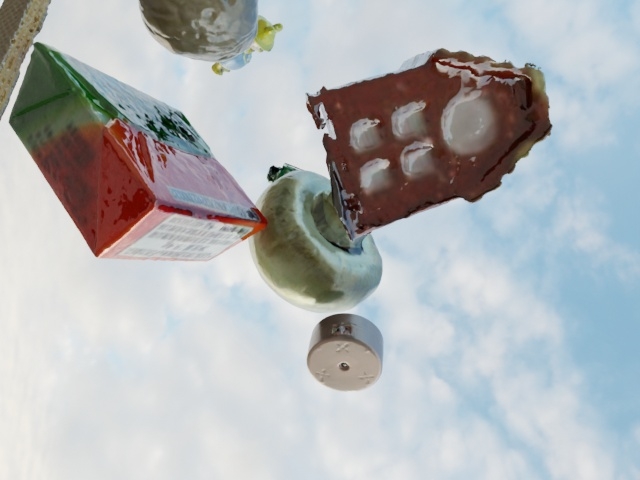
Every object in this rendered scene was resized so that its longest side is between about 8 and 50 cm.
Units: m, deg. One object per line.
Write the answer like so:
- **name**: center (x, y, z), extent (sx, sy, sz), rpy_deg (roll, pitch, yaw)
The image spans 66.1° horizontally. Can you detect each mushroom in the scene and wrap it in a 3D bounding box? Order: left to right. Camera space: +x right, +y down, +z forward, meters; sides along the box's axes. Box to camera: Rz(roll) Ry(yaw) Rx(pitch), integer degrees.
- **mushroom**: center (0.000, 0.000, 1.116), extent (0.260, 0.352, 0.352), rpy_deg (-36, -122, 28)

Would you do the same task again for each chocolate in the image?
- **chocolate**: center (-0.310, -0.123, 0.866), extent (0.161, 0.360, 0.341), rpy_deg (-43, -106, 13)

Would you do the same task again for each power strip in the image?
- **power strip**: center (0.050, 0.220, 0.975), extent (0.154, 0.154, 0.078), rpy_deg (-32, -159, 26)

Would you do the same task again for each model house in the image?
- **model house**: center (0.118, -0.128, 0.549), extent (0.253, 0.196, 0.160), rpy_deg (-20, -74, 4)

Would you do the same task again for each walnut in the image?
- **walnut**: center (-0.221, -0.457, 0.900), extent (0.248, 0.248, 0.249), rpy_deg (-11, -110, 34)

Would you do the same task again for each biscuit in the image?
- **biscuit**: center (-0.708, -0.439, 1.110), extent (0.094, 0.054, 0.379), rpy_deg (8, -106, 18)

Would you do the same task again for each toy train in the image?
- **toy train**: center (-0.030, -0.140, 1.448), extent (0.115, 0.269, 0.154), rpy_deg (-65, -162, 15)

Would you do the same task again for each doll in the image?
- **doll**: center (-0.207, -0.536, 1.346), extent (0.240, 0.135, 0.099), rpy_deg (-13, -99, 36)
